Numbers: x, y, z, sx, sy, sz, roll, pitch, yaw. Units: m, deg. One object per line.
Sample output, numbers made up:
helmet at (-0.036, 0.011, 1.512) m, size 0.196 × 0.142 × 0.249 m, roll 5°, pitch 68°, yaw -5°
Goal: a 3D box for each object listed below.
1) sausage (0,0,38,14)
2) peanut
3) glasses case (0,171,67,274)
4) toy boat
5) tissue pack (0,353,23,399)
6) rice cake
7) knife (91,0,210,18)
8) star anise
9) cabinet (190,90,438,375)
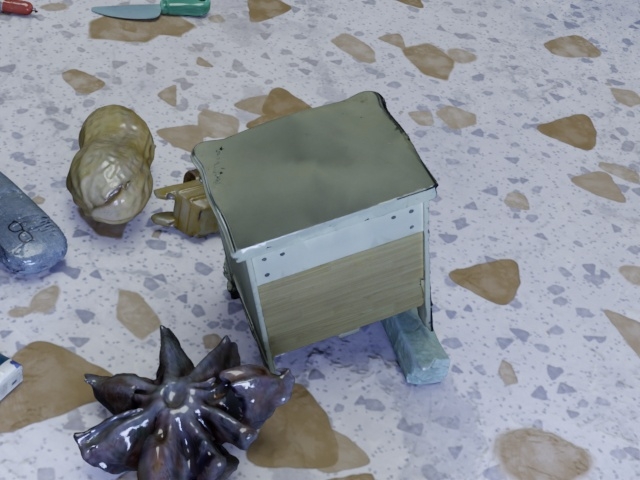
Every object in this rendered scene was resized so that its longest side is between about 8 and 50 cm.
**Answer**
sausage at (-0.718, -0.506, 2.205) m, size 0.253 × 0.034 × 0.034 m, roll 10°, pitch 40°, yaw -4°
peanut at (-0.354, -0.135, 1.786) m, size 0.149 × 0.149 × 0.313 m, roll 4°, pitch 37°, yaw -10°
glasses case at (-0.516, -0.041, 1.687) m, size 0.109 × 0.067 × 0.282 m, roll -26°, pitch 54°, yaw -39°
toy boat at (-0.147, -0.088, 1.819) m, size 0.310 × 0.089 × 0.115 m, roll -19°, pitch 46°, yaw -32°
tissue pack at (-0.464, 0.182, 1.457) m, size 0.083 × 0.042 × 0.062 m, roll 25°, pitch 44°, yaw 16°
rice cake at (0.141, 0.141, 1.646) m, size 0.069 × 0.063 × 0.206 m, roll -3°, pitch 43°, yaw -22°
knife at (-0.367, -0.503, 2.303) m, size 0.260 × 0.035 × 0.063 m, roll -10°, pitch 51°, yaw -16°
star anise at (-0.202, 0.252, 1.396) m, size 0.359 × 0.139 × 0.316 m, roll -14°, pitch 37°, yaw -7°
cabinet at (0.000, 0.000, 1.531) m, size 0.290 × 0.318 × 0.227 m, roll -19°, pitch 49°, yaw -9°
